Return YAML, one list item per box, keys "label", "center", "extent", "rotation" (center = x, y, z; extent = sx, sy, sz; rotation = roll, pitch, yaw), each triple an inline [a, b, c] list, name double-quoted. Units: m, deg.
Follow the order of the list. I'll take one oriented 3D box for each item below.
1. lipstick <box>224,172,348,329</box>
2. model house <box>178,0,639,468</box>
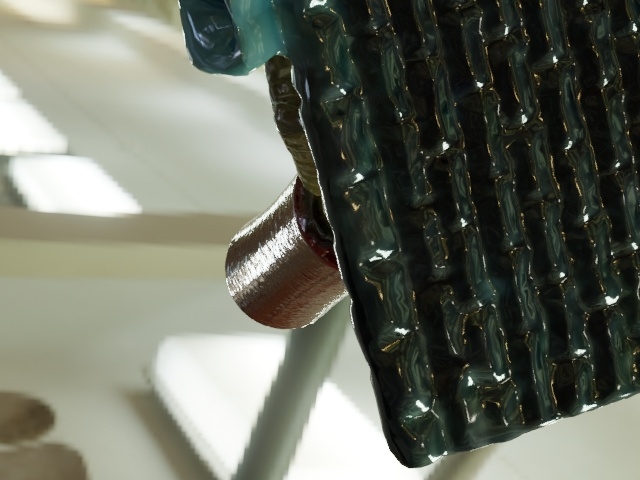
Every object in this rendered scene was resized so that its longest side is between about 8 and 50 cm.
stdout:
- label: "lipstick"
  center: [0.000, 0.000, 0.993]
  extent: [0.080, 0.080, 0.241]
  rotation: [4, 169, -11]
- label: "model house"
  center: [0.048, -0.049, 0.645]
  extent: [0.226, 0.261, 0.241]
  rotation: [7, -150, 45]
